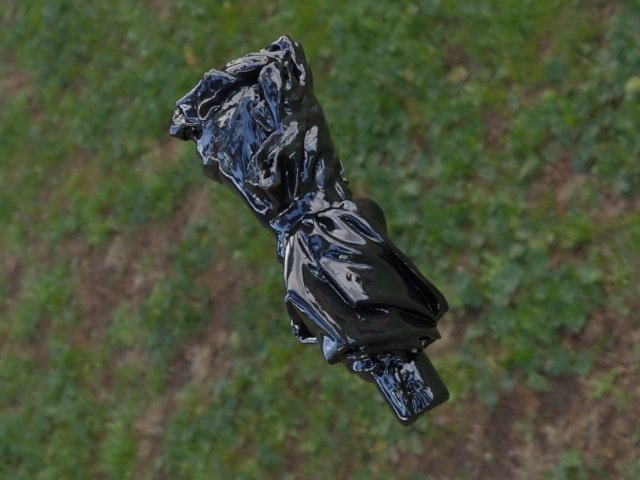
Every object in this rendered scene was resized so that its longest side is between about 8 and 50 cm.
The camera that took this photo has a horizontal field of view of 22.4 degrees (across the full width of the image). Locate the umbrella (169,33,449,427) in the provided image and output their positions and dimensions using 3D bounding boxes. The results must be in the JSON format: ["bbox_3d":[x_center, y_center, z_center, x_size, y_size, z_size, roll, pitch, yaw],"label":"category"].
[{"bbox_3d":[0.000,-0.001,1.073,0.110,0.122,0.272,-27,80,-8],"label":"umbrella"}]
